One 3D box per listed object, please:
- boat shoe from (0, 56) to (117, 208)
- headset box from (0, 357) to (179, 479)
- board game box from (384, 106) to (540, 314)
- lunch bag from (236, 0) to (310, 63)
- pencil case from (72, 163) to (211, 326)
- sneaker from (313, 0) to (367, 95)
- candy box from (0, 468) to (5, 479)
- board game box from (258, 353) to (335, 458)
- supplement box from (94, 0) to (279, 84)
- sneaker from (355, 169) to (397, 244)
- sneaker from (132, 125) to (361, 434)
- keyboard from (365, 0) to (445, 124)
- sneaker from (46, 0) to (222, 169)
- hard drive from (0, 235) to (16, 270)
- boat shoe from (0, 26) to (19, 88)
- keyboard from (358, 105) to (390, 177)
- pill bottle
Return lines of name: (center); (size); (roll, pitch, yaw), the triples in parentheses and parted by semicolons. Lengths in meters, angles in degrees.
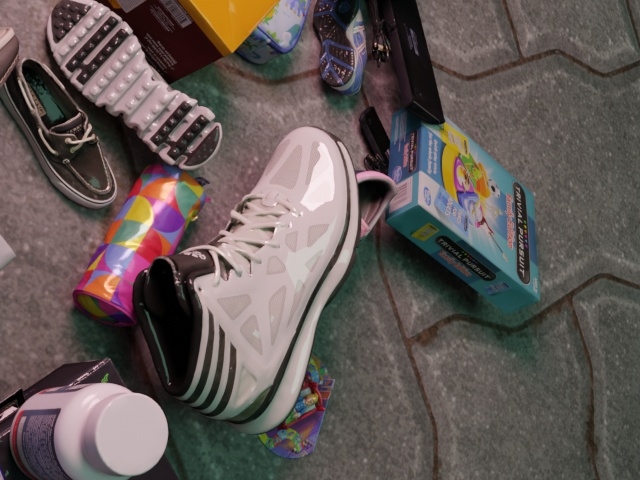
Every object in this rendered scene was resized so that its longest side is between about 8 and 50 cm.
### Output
boat shoe: (-0.333, -0.136, 1.209); (0.078, 0.070, 0.219); (-49, 113, -35)
headset box: (-0.311, 0.307, 1.106); (0.246, 0.131, 0.283); (-35, 104, -39)
board game box: (0.258, -0.060, 1.657); (0.336, 0.079, 0.254); (35, 44, -31)
lunch bag: (-0.116, -0.398, 1.435); (0.219, 0.090, 0.176); (38, 57, -31)
pencil case: (-0.235, 0.005, 1.252); (0.104, 0.104, 0.236); (43, 59, -27)
sneaker: (0.037, -0.342, 1.577); (0.081, 0.080, 0.211); (37, 53, -62)
candy box: (-0.433, 0.319, 0.906); (0.268, 0.122, 0.317); (-17, 97, -1)
board game box: (-0.032, 0.246, 1.424); (0.133, 0.033, 0.169); (34, 61, -32)
supplement box: (-0.201, -0.338, 1.278); (0.191, 0.194, 0.129); (50, 54, -23)
sneaker: (0.000, 0.000, 1.430); (0.112, 0.131, 0.319); (49, 59, -23)
sneaker: (-0.091, 0.016, 1.234); (0.257, 0.169, 0.447); (37, 63, -53)
keyboard: (0.130, -0.354, 1.608); (0.201, 0.033, 0.317); (27, 46, -48)
sneaker: (-0.257, -0.207, 1.275); (0.110, 0.118, 0.292); (-43, 94, -4)
hard drive: (-0.499, 0.045, 0.982); (0.307, 0.040, 0.203); (-47, 130, -25)
boat shoe: (-0.463, -0.118, 1.080); (0.335, 0.112, 0.095); (-52, 133, -28)
keyboard: (0.106, -0.133, 1.623); (0.192, 0.038, 0.100); (63, 27, -12)
pill bottle: (-0.241, 0.205, 0.979); (0.108, 0.180, 0.108); (10, 75, -39)
